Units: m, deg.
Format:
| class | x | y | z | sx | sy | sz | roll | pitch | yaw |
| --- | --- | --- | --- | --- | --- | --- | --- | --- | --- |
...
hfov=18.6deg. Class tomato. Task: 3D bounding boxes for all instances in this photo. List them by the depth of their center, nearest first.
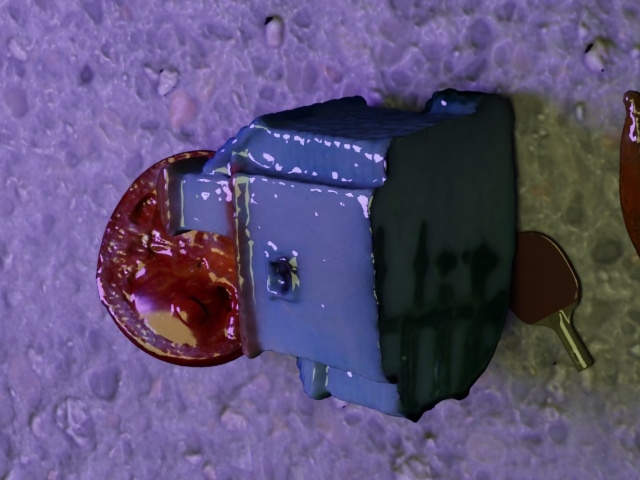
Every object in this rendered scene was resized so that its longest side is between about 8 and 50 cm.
| class | x | y | z | sx | sy | sz | roll | pitch | yaw |
| --- | --- | --- | --- | --- | --- | --- | --- | --- | --- |
| tomato | -0.133 | 0.025 | 2.137 | 0.200 | 0.139 | 0.233 | 18 | 82 | 7 |

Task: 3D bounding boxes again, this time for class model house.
| class | x | y | z | sx | sy | sz | roll | pitch | yaw |
| --- | --- | --- | --- | --- | --- | --- | --- | --- | --- |
| model house | 0.000 | 0.000 | 1.992 | 0.329 | 0.252 | 0.295 | 7 | 109 | 34 |

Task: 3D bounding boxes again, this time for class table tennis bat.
| class | x | y | z | sx | sy | sz | roll | pitch | yaw |
| --- | --- | --- | --- | --- | --- | --- | --- | --- | --- |
| table tennis bat | 0.236 | 0.063 | 2.006 | 0.087 | 0.013 | 0.156 | -31 | 87 | 33 |

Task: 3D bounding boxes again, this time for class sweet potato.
| class | x | y | z | sx | sy | sz | roll | pitch | yaw |
| --- | --- | --- | --- | --- | --- | --- | --- | --- | --- |
| sweet potato | 0.358 | 0.008 | 1.855 | 0.112 | 0.112 | 0.359 | -13 | 117 | 34 |
